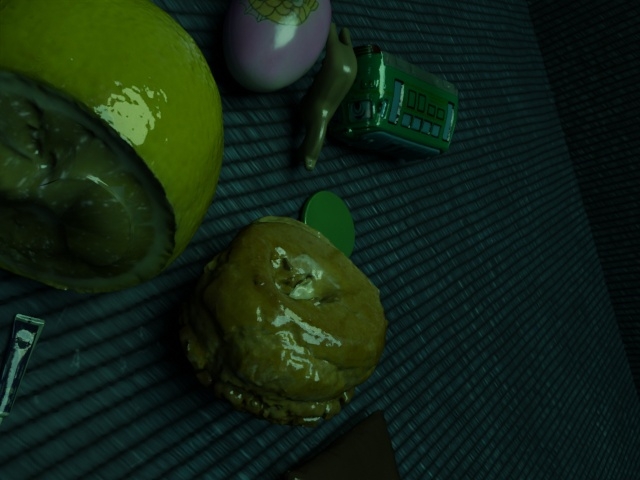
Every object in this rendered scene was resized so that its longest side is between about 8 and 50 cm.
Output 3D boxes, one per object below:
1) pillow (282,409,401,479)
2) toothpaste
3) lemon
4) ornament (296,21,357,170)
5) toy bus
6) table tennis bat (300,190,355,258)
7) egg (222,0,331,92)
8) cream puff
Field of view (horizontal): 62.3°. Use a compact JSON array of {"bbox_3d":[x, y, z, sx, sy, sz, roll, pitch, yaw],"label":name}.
[{"bbox_3d":[0.064,0.511,0.968,0.305,0.108,0.308,-10,89,-52],"label":"pillow"},{"bbox_3d":[-0.382,0.163,0.659,0.037,0.021,0.140,27,60,-38],"label":"toothpaste"},{"bbox_3d":[-0.277,-0.144,0.636,0.364,0.364,0.364,14,69,-43],"label":"lemon"},{"bbox_3d":[0.002,-0.279,1.067,0.061,0.230,0.245,15,45,-22],"label":"ornament"},{"bbox_3d":[0.162,-0.301,1.233,0.343,0.183,0.200,5,89,-44],"label":"toy bus"},{"bbox_3d":[0.000,0.000,1.090,0.160,0.039,0.257,57,41,-20],"label":"table tennis bat"},{"bbox_3d":[-0.082,-0.393,0.995,0.196,0.196,0.271,26,64,-39],"label":"egg"},{"bbox_3d":[-0.065,0.127,0.835,0.327,0.231,0.343,14,34,-33],"label":"cream puff"}]
